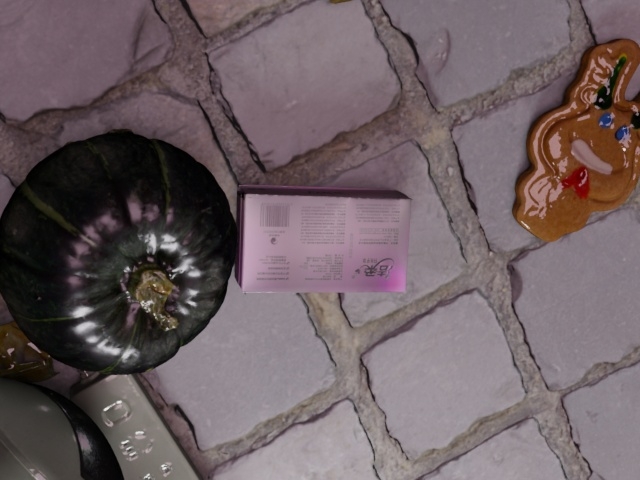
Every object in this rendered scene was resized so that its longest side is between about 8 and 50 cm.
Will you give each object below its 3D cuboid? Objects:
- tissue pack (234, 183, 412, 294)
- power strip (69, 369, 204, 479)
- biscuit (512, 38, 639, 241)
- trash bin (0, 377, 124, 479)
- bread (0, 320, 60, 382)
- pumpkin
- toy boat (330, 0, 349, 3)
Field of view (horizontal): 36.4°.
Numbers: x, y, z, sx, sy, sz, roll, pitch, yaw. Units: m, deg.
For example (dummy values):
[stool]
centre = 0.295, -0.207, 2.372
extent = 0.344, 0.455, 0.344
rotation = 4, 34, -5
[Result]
[tissue pack]
centre = 0.000, 0.000, 1.423
extent = 0.246, 0.092, 0.148
rotation = 1, 100, -13
[power strip]
centre = -0.265, 0.306, 1.446
extent = 0.098, 0.058, 0.338
rotation = -30, 106, -5
[biscuit]
centre = 0.425, -0.147, 1.515
extent = 0.202, 0.047, 0.334
rotation = 36, 93, -18
[trash bin]
centre = -0.454, 0.381, 1.237
extent = 0.432, 0.280, 0.280
rotation = -44, 108, -10
[bread]
centre = -0.504, 0.177, 1.348
extent = 0.270, 0.098, 0.087
rotation = -13, 62, -11
[pumpkin]
centre = -0.265, 0.016, 1.288
extent = 0.323, 0.241, 0.323
rotation = -10, 112, -25
[toy boat]
centre = 0.144, -0.429, 1.352
extent = 0.321, 0.121, 0.089
rotation = -30, 107, 9
